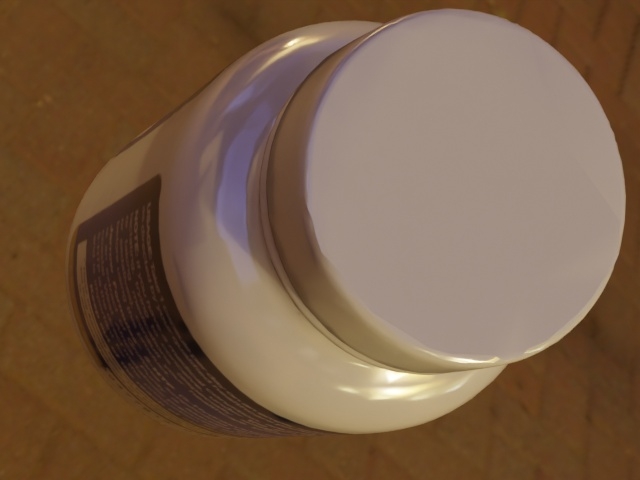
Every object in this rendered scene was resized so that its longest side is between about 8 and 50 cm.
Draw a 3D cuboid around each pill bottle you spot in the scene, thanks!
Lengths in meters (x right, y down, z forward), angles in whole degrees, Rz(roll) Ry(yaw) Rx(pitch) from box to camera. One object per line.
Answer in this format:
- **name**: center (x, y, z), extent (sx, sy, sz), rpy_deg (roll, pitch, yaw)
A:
- **pill bottle**: center (0.000, 0.000, 0.420), extent (0.112, 0.186, 0.112), rpy_deg (3, 82, -21)
